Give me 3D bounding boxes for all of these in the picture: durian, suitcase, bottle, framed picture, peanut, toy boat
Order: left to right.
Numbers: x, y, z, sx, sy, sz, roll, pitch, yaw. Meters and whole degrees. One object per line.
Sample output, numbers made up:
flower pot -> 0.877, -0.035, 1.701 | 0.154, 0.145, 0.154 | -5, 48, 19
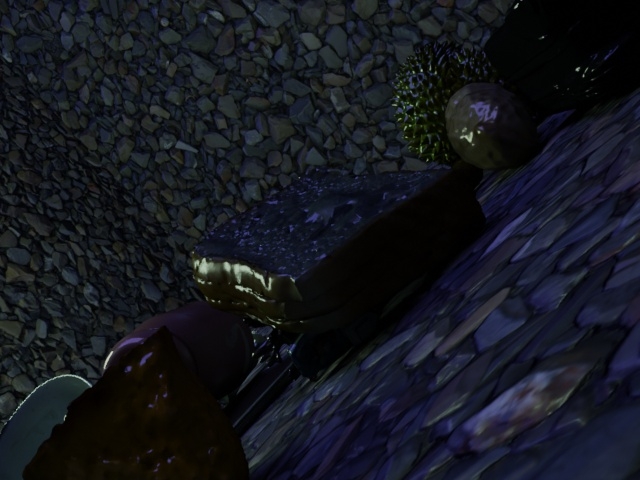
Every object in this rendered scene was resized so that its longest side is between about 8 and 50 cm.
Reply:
bottle -> -0.214, 0.204, 1.378 | 0.173, 0.206, 0.297 | -56, -11, 9
framed picture -> -0.112, 0.246, 1.281 | 0.231, 0.018, 0.293 | -44, 2, -34
toy boat -> 0.026, 0.101, 0.985 | 0.140, 0.059, 0.066 | -40, 29, -19
durian -> 0.253, -0.244, 1.557 | 0.291, 0.291, 0.224 | -50, -32, -81
peanut -> 0.256, -0.169, 1.286 | 0.298, 0.136, 0.120 | -65, -18, -74
suitcase -> 0.384, -0.328, 1.100 | 0.345, 0.188, 0.339 | -45, 2, 2

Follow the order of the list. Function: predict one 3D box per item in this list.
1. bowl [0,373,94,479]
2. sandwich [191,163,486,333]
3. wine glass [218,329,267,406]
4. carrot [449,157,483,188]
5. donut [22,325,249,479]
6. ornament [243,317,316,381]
bowl -> -0.362, 0.368, 1.277 | 0.313, 0.146, 0.313 | -21, 54, 32
sandwich -> 0.000, 0.000, 1.041 | 0.271, 0.099, 0.301 | -30, 21, -29
wine glass -> -0.155, 0.243, 1.644 | 0.155, 0.072, 0.072 | -44, 2, -42
carrot -> 0.176, -0.055, 1.329 | 0.229, 0.069, 0.069 | -42, 1, -32
donut -> -0.246, 0.291, 0.766 | 0.435, 0.163, 0.377 | -46, 1, -24
ornament -> 0.010, 0.084, 1.082 | 0.202, 0.080, 0.236 | -10, 24, 28
